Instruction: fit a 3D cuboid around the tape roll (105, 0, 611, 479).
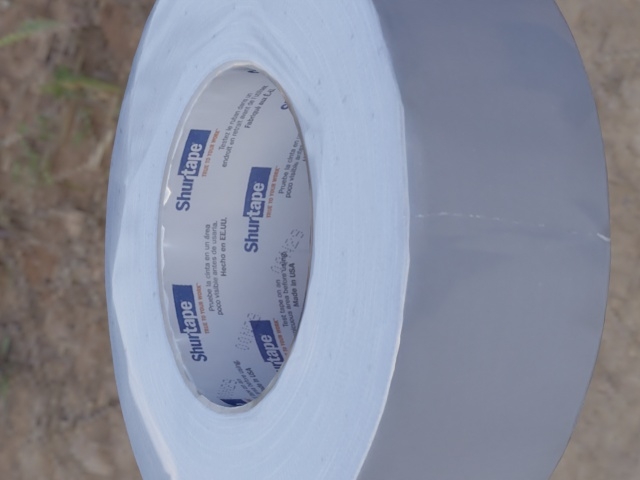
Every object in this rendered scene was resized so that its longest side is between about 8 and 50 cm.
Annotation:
[{"bbox_3d":[0.000,0.000,0.535,0.219,0.072,0.219,-7,82,62],"label":"tape roll"}]
